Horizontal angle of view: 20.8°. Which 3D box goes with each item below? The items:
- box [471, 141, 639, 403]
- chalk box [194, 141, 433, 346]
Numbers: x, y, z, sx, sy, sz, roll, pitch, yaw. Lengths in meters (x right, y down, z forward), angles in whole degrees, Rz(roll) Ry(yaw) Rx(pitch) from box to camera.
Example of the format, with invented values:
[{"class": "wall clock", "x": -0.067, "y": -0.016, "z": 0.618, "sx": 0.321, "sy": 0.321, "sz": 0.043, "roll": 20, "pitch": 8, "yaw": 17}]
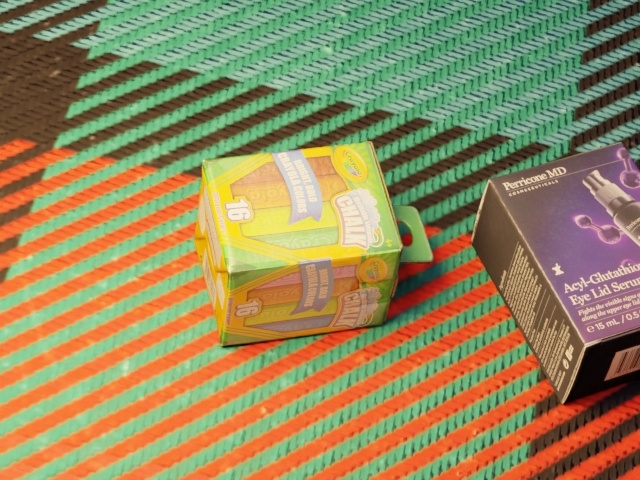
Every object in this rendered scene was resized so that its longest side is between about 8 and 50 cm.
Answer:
[{"class": "box", "x": 0.259, "y": 0.028, "z": 1.664, "sx": 0.153, "sy": 0.108, "sz": 0.207, "roll": -17, "pitch": 58, "yaw": -18}, {"class": "chalk box", "x": 0.000, "y": 0.000, "z": 1.638, "sx": 0.213, "sy": 0.132, "sz": 0.132, "roll": -8, "pitch": 56, "yaw": -13}]
